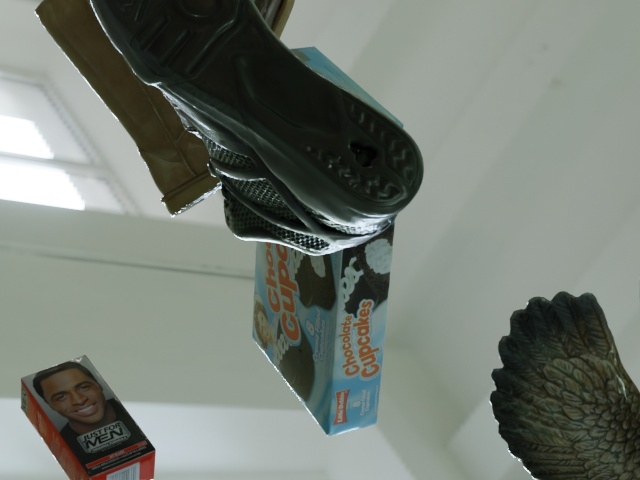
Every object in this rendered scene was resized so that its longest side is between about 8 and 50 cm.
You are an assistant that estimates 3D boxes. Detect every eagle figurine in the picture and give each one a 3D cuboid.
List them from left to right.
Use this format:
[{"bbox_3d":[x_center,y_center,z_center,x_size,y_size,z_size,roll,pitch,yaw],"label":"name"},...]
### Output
[{"bbox_3d":[0.296,0.172,1.215,0.226,0.298,0.225,-42,-141,17],"label":"eagle figurine"}]

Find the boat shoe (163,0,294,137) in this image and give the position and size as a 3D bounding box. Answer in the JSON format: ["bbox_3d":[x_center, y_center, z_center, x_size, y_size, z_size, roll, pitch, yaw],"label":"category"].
[{"bbox_3d":[-0.065,-0.155,1.047,0.073,0.073,0.207,-30,-143,30],"label":"boat shoe"}]

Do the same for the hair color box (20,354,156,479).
[{"bbox_3d":[-0.219,0.175,1.405,0.141,0.072,0.043,45,-39,36],"label":"hair color box"}]

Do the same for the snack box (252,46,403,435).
[{"bbox_3d":[0.000,0.000,1.424,0.187,0.060,0.322,-133,-141,-52],"label":"snack box"}]

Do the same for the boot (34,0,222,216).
[{"bbox_3d":[-0.147,-0.187,1.574,0.236,0.089,0.270,-30,-88,22],"label":"boot"}]

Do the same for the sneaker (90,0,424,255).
[{"bbox_3d":[-0.053,-0.073,0.885,0.227,0.087,0.130,39,-31,1],"label":"sneaker"}]
